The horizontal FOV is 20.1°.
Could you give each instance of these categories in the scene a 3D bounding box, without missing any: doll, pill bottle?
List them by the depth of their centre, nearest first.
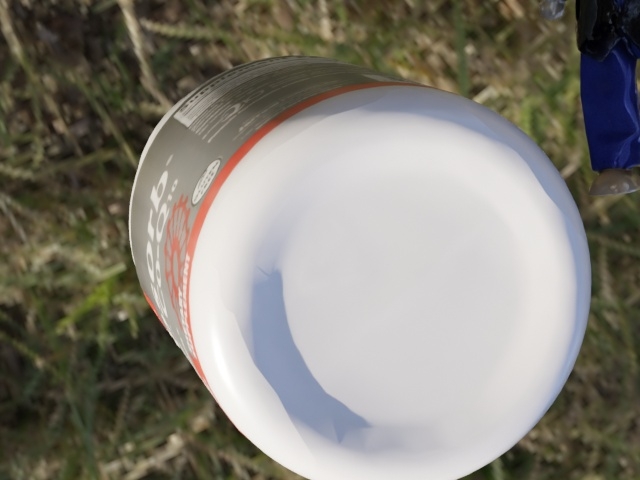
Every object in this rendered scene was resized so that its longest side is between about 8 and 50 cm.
[{"bbox_3d":[0.176,-0.122,0.980,0.046,0.129,0.189,-14,99,-54],"label":"doll"},{"bbox_3d":[0.000,0.000,1.056,0.210,0.363,0.210,-2,100,-13],"label":"pill bottle"}]
